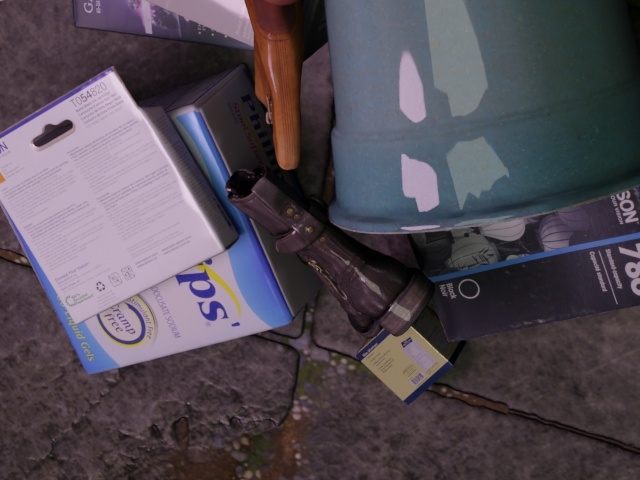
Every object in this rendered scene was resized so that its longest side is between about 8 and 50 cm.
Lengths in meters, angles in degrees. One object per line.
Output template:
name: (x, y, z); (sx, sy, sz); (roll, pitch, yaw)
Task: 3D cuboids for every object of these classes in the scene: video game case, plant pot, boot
video game case: (-0.145, -0.309, 1.724); (0.274, 0.026, 0.196); (10, 117, 18)
plant pot: (0.144, -0.212, 1.494); (0.341, 0.341, 0.334); (-5, 104, 24)
boot: (-0.044, -0.187, 1.450); (0.096, 0.264, 0.280); (-7, 126, -11)
boot: (0.000, 0.000, 1.660); (0.229, 0.263, 0.091); (37, 82, -6)

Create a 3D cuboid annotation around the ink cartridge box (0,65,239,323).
ink cartridge box: (-0.230, -0.049, 1.693); (0.223, 0.045, 0.224); (-25, 101, 29)

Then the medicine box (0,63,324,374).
medicine box: (-0.174, -0.020, 1.799); (0.289, 0.149, 0.263); (-16, 107, 28)

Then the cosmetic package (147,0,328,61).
cosmetic package: (-0.094, -0.288, 1.641); (0.238, 0.107, 0.127); (27, 122, 11)

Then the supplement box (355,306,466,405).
supplement box: (0.102, 0.123, 1.808); (0.083, 0.056, 0.083); (44, 122, -2)

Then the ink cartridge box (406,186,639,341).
ink cartridge box: (0.262, -0.003, 1.682); (0.332, 0.065, 0.165); (-15, 107, 26)
